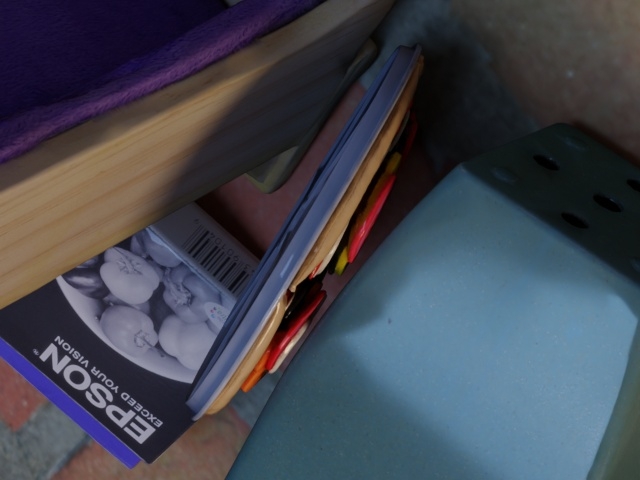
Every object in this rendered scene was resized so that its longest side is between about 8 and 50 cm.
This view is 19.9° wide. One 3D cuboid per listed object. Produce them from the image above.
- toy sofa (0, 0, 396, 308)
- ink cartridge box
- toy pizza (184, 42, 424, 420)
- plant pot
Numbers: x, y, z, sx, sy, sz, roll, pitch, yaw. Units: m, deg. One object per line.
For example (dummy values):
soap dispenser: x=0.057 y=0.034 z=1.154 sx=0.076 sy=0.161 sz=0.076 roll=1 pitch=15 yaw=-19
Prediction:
toy sofa: x=-0.141 y=-0.061 z=0.803 sx=0.150 sy=0.362 sz=0.177 roll=47 pitch=138 yaw=12
ink cartridge box: x=-0.143 y=0.030 z=1.028 sx=0.206 sy=0.045 sz=0.208 roll=42 pitch=132 yaw=-4
toy pizza: x=0.000 y=0.000 z=0.837 sx=0.032 sy=0.201 sz=0.201 roll=31 pitch=130 yaw=-3
plant pot: x=0.081 y=0.077 z=0.826 sx=0.165 sy=0.166 sz=0.234 roll=35 pitch=121 yaw=21
